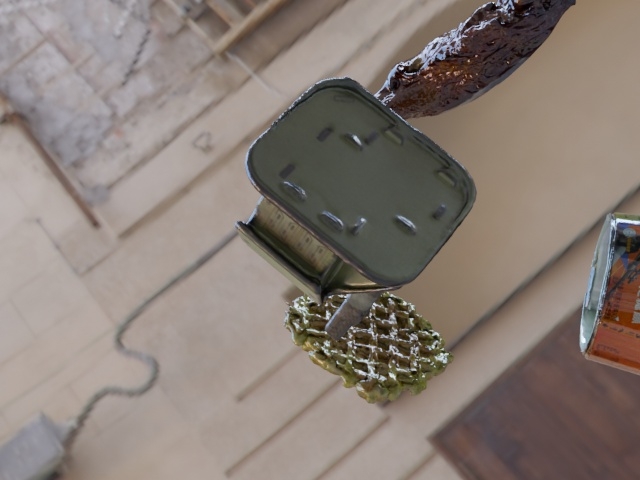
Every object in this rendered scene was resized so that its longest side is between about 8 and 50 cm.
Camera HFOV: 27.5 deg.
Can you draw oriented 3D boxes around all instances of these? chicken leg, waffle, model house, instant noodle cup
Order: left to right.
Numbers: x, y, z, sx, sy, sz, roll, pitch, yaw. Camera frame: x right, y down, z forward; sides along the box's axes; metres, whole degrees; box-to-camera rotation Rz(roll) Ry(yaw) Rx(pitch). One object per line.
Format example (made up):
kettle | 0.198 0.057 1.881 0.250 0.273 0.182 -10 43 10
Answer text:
model house | 0.000 0.000 1.455 0.205 0.218 0.278 -46 -6 -39
waffle | 0.075 0.151 2.044 0.245 0.254 0.052 -23 -37 -45
chicken leg | 0.140 -0.201 1.606 0.407 0.096 0.158 -31 -4 17
instant noodle cup | 0.518 0.088 1.971 0.296 0.214 0.296 11 -90 -85
